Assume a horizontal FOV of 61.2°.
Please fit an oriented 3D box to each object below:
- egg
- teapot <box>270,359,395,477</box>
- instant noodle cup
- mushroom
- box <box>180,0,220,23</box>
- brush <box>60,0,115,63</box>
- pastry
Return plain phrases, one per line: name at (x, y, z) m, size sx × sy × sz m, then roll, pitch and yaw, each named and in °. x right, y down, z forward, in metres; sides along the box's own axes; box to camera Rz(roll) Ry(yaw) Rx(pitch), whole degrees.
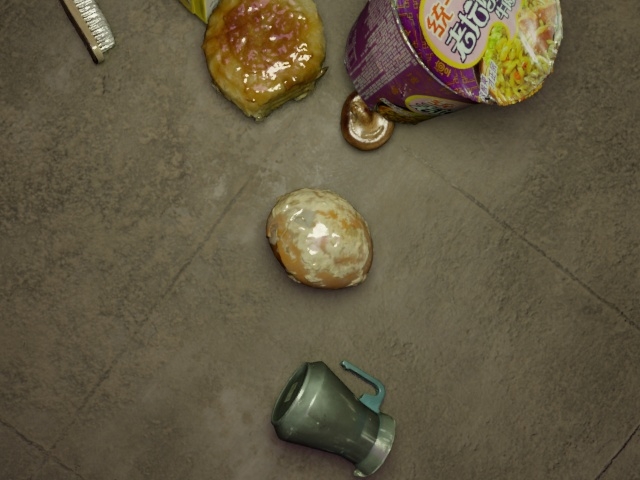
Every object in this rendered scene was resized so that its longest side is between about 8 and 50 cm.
egg at (0.000, 0.000, 1.066) m, size 0.195 × 0.195 × 0.233 m, roll -45°, pitch 102°, yaw 2°
teapot at (0.036, 0.354, 1.113) m, size 0.225 × 0.171 × 0.203 m, roll 33°, pitch 62°, yaw -9°
instant noodle cup at (0.211, -0.361, 0.973) m, size 0.339 × 0.266 × 0.340 m, roll 3°, pitch 83°, yaw -21°
mushroom at (0.094, -0.247, 1.105) m, size 0.109 × 0.085 × 0.126 m, roll 15°, pitch 96°, yaw -29°
box at (-0.171, -0.563, 1.026) m, size 0.097 × 0.168 × 0.265 m, roll 42°, pitch 86°, yaw -8°
brush at (-0.512, -0.516, 1.097) m, size 0.065 × 0.070 × 0.328 m, roll -32°, pitch 92°, yaw -17°
pastry at (-0.111, -0.381, 1.079) m, size 0.256 × 0.121 × 0.236 m, roll -32°, pitch 89°, yaw 4°
